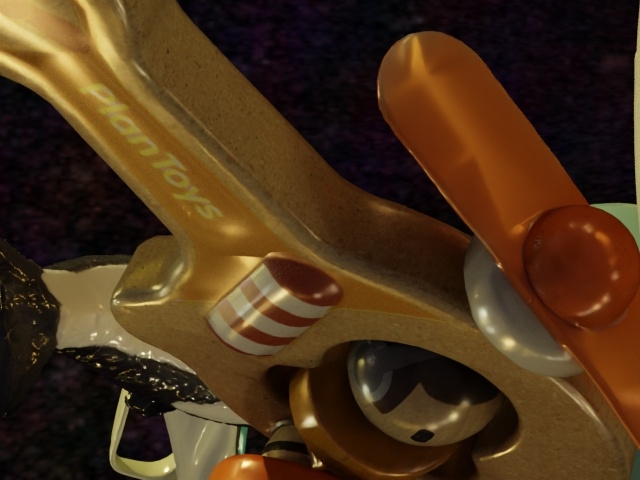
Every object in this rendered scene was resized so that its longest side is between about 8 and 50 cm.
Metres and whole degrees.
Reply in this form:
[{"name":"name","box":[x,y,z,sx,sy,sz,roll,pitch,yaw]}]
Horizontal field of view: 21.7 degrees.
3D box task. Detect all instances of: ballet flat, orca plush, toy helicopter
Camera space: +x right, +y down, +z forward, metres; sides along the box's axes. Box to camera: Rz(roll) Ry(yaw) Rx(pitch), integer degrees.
[{"name":"ballet flat","box":[-0.123,0.219,1.500,0.139,0.139,0.400,12,114,27]},{"name":"orca plush","box":[-0.070,0.077,0.878,0.102,0.287,0.151,-45,66,30]},{"name":"toy helicopter","box":[0.000,0.000,0.579,0.235,0.355,0.140,-4,50,41]}]

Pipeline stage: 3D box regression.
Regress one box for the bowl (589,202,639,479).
[{"name":"bowl","box":[0.250,0.085,1.424,0.311,0.311,0.163,-16,46,28]}]

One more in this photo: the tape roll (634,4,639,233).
[{"name":"tape roll","box":[0.240,-0.104,0.876,0.072,0.392,0.392,2,95,-3]}]
